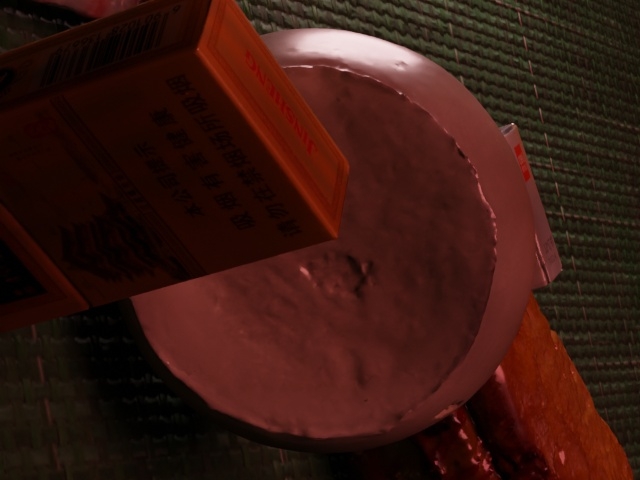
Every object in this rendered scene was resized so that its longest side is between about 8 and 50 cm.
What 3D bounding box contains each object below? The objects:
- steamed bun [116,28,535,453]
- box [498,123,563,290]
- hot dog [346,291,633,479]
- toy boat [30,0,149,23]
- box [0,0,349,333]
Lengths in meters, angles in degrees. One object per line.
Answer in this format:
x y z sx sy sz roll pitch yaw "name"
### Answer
0.000 0.000 1.493 0.206 0.324 0.324 -50 123 -84 "steamed bun"
0.052 0.008 1.634 0.079 0.269 0.135 -34 107 -72 "box"
0.138 0.182 1.800 0.405 0.185 0.223 57 30 -30 "hot dog"
-0.207 -0.214 1.483 0.282 0.096 0.206 6 64 -49 "toy boat"
-0.141 -0.047 1.276 0.174 0.274 0.076 54 32 -35 "box"
